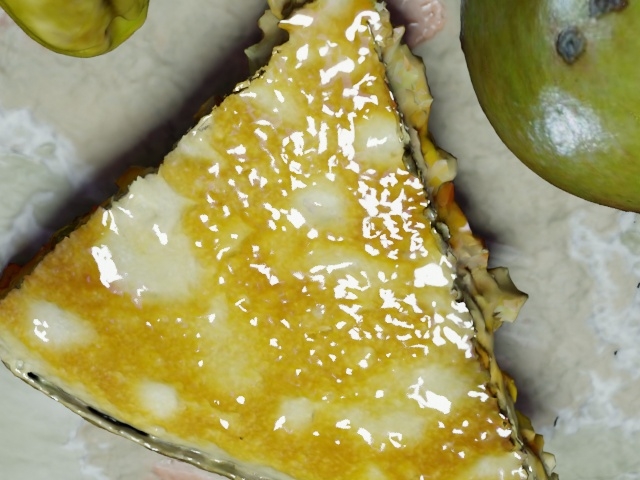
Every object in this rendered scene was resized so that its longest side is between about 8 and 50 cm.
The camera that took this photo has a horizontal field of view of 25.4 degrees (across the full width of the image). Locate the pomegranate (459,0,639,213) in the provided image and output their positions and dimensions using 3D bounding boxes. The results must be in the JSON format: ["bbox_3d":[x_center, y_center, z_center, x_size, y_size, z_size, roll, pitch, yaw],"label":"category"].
[{"bbox_3d":[0.234,-0.170,0.801,0.291,0.291,0.323,10,109,-6],"label":"pomegranate"}]

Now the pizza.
[{"bbox_3d":[0.000,0.000,0.967,0.440,0.130,0.406,17,117,2],"label":"pizza"}]

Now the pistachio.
[{"bbox_3d":[-0.167,-0.194,0.872,0.100,0.110,0.189,0,123,35],"label":"pistachio"}]
